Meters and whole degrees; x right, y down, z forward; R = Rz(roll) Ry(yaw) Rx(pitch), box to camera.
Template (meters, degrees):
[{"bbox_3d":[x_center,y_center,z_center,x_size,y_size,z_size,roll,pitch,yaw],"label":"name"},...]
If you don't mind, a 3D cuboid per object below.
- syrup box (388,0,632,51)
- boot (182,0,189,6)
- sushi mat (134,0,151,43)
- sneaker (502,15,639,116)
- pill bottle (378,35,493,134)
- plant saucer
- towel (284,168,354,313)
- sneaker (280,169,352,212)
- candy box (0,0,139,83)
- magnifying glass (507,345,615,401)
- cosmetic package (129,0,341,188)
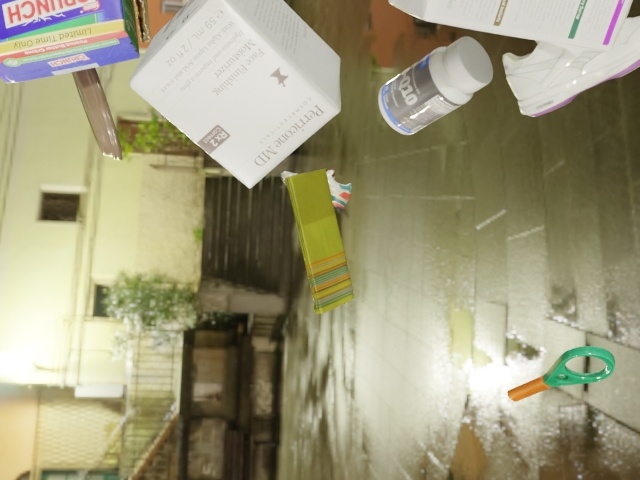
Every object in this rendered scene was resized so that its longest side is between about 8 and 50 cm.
[{"bbox_3d":[0.204,-0.267,0.797,0.093,0.237,0.096,-124,43,-56],"label":"syrup box"},{"bbox_3d":[-0.178,-0.409,1.179,0.213,0.077,0.165,120,144,-62],"label":"boot"},{"bbox_3d":[-0.293,-0.494,1.216,0.151,0.019,0.316,113,152,-72],"label":"sushi mat"},{"bbox_3d":[0.454,-0.335,1.300,0.152,0.305,0.114,59,-149,-6],"label":"sneaker"},{"bbox_3d":[0.145,-0.196,0.963,0.137,0.078,0.078,-28,55,46],"label":"pill bottle"},{"bbox_3d":[-0.488,-0.300,1.629,0.278,0.041,0.277,159,90,-75],"label":"plant saucer"},{"bbox_3d":[0.000,0.000,1.298,0.021,0.102,0.237,-9,96,39],"label":"towel"},{"bbox_3d":[-0.006,-0.125,1.655,0.075,0.161,0.057,-62,-14,-8],"label":"sneaker"},{"bbox_3d":[-0.493,-0.479,1.417,0.122,0.268,0.317,72,-172,-78],"label":"candy box"},{"bbox_3d":[0.443,0.254,1.417,0.231,0.092,0.026,-39,28,42],"label":"magnifying glass"},{"bbox_3d":[-0.090,-0.194,0.875,0.151,0.184,0.151,-38,26,25],"label":"cosmetic package"}]
